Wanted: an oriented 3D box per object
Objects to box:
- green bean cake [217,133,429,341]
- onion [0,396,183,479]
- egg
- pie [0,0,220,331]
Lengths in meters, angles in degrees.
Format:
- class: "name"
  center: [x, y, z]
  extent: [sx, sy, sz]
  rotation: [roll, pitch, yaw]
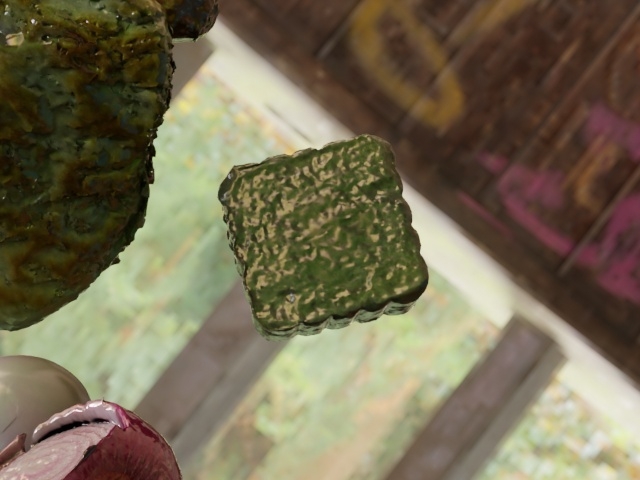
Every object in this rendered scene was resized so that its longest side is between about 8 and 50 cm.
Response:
- class: "green bean cake"
  center: [0.000, 0.000, 1.935]
  extent: [0.094, 0.185, 0.183]
  rotation: [110, 145, -74]
- class: "onion"
  center: [-0.212, 0.258, 1.700]
  extent: [0.200, 0.200, 0.207]
  rotation: [42, -148, -16]
- class: "egg"
  center: [-0.280, 0.162, 1.828]
  extent: [0.135, 0.103, 0.103]
  rotation: [26, 178, -36]
- class: "pie"
  center: [-0.334, -0.131, 1.871]
  extent: [0.395, 0.418, 0.180]
  rotation: [24, -166, -10]
